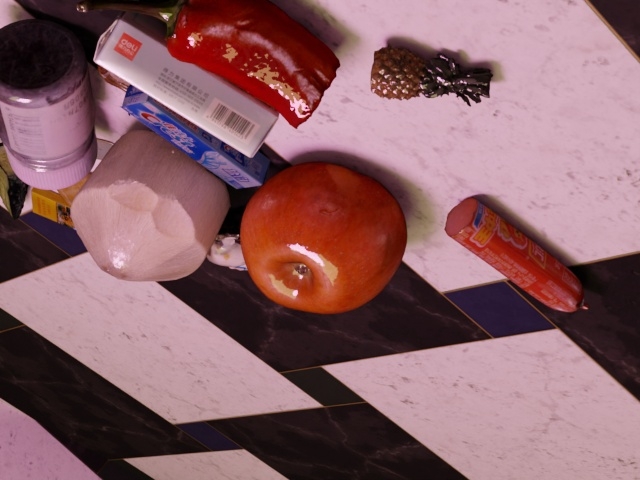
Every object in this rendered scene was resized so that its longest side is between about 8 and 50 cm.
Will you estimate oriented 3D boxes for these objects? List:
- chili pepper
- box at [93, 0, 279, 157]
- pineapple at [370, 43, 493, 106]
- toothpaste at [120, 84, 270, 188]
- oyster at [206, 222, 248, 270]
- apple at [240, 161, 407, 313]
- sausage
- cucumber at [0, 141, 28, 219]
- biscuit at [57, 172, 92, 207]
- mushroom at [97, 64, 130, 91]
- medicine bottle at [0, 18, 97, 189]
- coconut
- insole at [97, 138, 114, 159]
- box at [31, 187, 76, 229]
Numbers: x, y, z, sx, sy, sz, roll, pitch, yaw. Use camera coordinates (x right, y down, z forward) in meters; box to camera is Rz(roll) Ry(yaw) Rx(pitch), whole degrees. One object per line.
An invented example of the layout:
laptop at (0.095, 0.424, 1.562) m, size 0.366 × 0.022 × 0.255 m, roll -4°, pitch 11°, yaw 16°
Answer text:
chili pepper at (-0.139, -0.288, 1.550) m, size 0.338 × 0.134 × 0.131 m, roll 29°, pitch 109°, yaw -16°
box at (-0.185, -0.235, 1.662) m, size 0.269 × 0.135 × 0.079 m, roll 31°, pitch 111°, yaw -13°
pineapple at (0.147, -0.214, 1.540) m, size 0.159 × 0.074 × 0.074 m, roll 8°, pitch 148°, yaw 11°
toothpaste at (-0.191, -0.164, 1.824) m, size 0.066 × 0.053 × 0.272 m, roll -3°, pitch 152°, yaw 41°
oyster at (-0.103, 0.018, 2.082) m, size 0.214 × 0.083 × 0.223 m, roll 1°, pitch 155°, yaw 44°
apple at (0.000, 0.000, 1.852) m, size 0.272 × 0.206 × 0.251 m, roll 10°, pitch 145°, yaw 26°
sausage at (0.315, 0.035, 1.810) m, size 0.274 × 0.074 × 0.074 m, roll 35°, pitch 149°, yaw -20°
cucumber at (-0.587, -0.117, 2.241) m, size 0.078 × 0.062 × 0.211 m, roll 56°, pitch 159°, yaw 12°
biscuit at (-0.395, -0.081, 2.182) m, size 0.247 × 0.029 × 0.118 m, roll 6°, pitch 146°, yaw 29°
mushroom at (-0.279, -0.263, 1.777) m, size 0.123 × 0.052 × 0.123 m, roll 14°, pitch 154°, yaw 7°
medicine bottle at (-0.445, -0.213, 1.868) m, size 0.165 × 0.165 × 0.273 m, roll 21°, pitch 152°, yaw 6°
coconut at (-0.284, -0.042, 1.925) m, size 0.237 × 0.266 × 0.237 m, roll 19°, pitch 142°, yaw 15°
insole at (-0.430, -0.164, 2.096) m, size 0.188 × 0.004 × 0.064 m, roll 2°, pitch 143°, yaw 33°
box at (-0.498, -0.054, 2.308) m, size 0.155 × 0.023 × 0.087 m, roll 22°, pitch 148°, yaw 2°
